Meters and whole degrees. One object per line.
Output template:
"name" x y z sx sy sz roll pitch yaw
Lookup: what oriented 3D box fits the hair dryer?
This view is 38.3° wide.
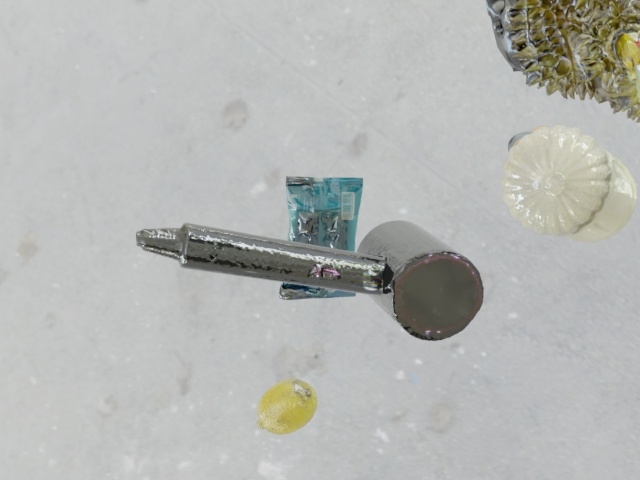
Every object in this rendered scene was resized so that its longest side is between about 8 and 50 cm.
"hair dryer" -0.014 0.017 0.682 0.114 0.248 0.070 -133 52 -71

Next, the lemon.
"lemon" -0.056 0.267 1.471 0.111 0.082 0.082 -35 57 14

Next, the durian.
"durian" 0.211 -0.188 0.764 0.138 0.193 0.237 -9 28 16

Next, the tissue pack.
"tissue pack" 0.000 0.000 0.975 0.028 0.085 0.138 -99 11 -67

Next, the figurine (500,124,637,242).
"figurine" 0.370 -0.111 1.556 0.332 0.204 0.185 -139 52 -69
